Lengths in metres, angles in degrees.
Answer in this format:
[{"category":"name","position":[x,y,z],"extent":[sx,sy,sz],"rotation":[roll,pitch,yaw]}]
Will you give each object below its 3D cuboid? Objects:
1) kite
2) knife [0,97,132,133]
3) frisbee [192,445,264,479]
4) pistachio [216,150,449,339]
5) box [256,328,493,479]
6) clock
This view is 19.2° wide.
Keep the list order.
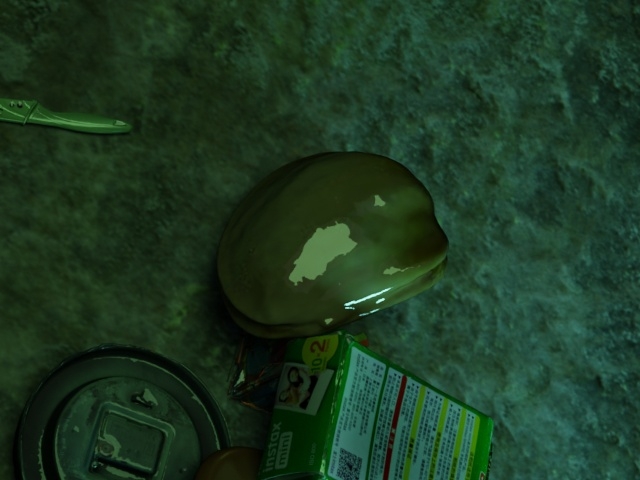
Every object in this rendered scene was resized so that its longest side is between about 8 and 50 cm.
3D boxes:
[{"category":"kite","position":[-0.027,0.123,2.023],"extent":[0.183,0.014,0.241],"rotation":[-17,75,-30]},{"category":"knife","position":[-0.300,-0.135,2.010],"extent":[0.207,0.014,0.030],"rotation":[6,68,-21]},{"category":"frisbee","position":[-0.032,0.311,1.863],"extent":[0.251,0.021,0.250],"rotation":[36,32,-27]},{"category":"pistachio","position":[0.000,0.000,2.005],"extent":[0.260,0.162,0.213],"rotation":[-22,48,-26]},{"category":"box","position":[0.060,0.215,1.931],"extent":[0.250,0.103,0.180],"rotation":[32,57,-32]},{"category":"clock","position":[-0.198,0.217,1.887],"extent":[0.226,0.049,0.226],"rotation":[10,64,-21]}]
